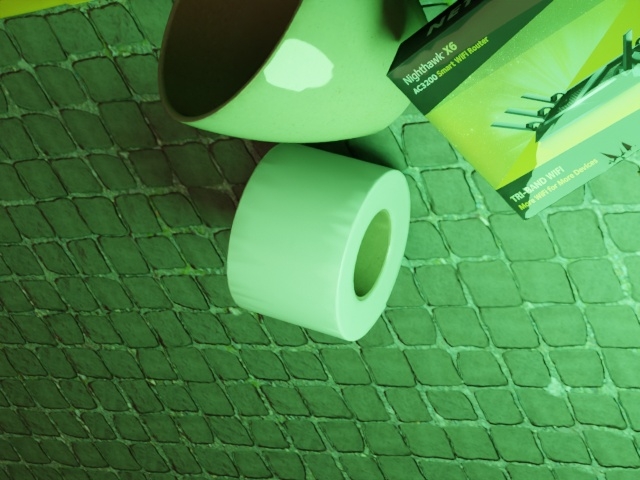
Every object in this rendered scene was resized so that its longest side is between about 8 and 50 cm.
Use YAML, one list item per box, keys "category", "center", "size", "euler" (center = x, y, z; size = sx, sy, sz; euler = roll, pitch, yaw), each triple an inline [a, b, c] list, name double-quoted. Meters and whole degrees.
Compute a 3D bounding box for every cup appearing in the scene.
- category: "cup"
  center: [-0.007, -0.250, 1.802]
  size: [0.237, 0.331, 0.331]
  euler: [24, 148, -31]

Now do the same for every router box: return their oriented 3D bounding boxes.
- category: "router box"
  center: [0.266, -0.194, 1.636]
  size: [0.243, 0.081, 0.309]
  euler: [44, 126, -15]

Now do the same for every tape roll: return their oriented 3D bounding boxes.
- category: "tape roll"
  center: [0.000, 0.000, 2.059]
  size: [0.169, 0.246, 0.246]
  euler: [16, 137, 20]

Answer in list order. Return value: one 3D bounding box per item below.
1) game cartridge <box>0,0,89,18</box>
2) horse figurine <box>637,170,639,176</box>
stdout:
- category: "game cartridge"
  center: [-0.426, -0.446, 2.057]
  size: [0.324, 0.052, 0.285]
  euler: [-4, 127, 38]
- category: "horse figurine"
  center: [0.472, -0.139, 1.628]
  size: [0.066, 0.263, 0.174]
  euler: [53, 169, 24]
